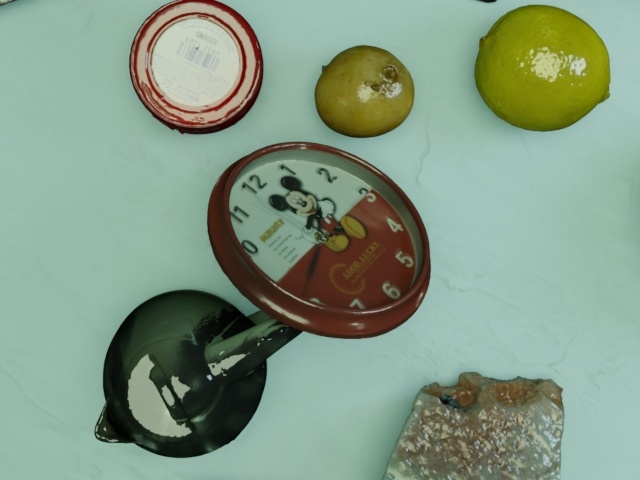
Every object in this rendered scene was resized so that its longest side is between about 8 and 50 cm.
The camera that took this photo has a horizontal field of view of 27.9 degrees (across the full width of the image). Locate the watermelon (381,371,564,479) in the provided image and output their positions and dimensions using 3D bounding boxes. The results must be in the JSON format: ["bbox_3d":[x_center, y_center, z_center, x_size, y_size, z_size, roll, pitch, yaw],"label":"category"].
[{"bbox_3d":[0.212,0.332,1.844,0.264,0.151,0.302,12,91,-2],"label":"watermelon"}]

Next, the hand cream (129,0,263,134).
[{"bbox_3d":[-0.174,-0.245,1.828,0.193,0.125,0.193,0,94,-3],"label":"hand cream"}]

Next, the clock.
[{"bbox_3d":[0.000,0.000,1.725,0.319,0.080,0.318,13,48,-15],"label":"clock"}]

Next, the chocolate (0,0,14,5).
[{"bbox_3d":[-0.435,-0.426,1.833,0.261,0.083,0.161,-15,109,-2],"label":"chocolate"}]

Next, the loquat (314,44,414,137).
[{"bbox_3d":[0.062,-0.210,1.833,0.141,0.141,0.141,0,91,-3],"label":"loquat"}]

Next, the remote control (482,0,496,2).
[{"bbox_3d":[0.261,-0.472,1.891,0.063,0.025,0.245,15,90,-4],"label":"remote control"}]

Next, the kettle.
[{"bbox_3d":[-0.148,0.168,1.737,0.321,0.324,0.228,-27,92,-1],"label":"kettle"}]

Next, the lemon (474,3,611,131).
[{"bbox_3d":[0.316,-0.241,1.825,0.203,0.178,0.178,23,90,-4],"label":"lemon"}]
